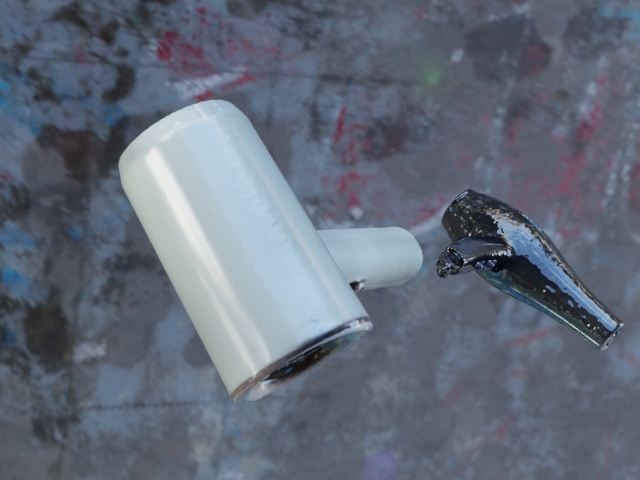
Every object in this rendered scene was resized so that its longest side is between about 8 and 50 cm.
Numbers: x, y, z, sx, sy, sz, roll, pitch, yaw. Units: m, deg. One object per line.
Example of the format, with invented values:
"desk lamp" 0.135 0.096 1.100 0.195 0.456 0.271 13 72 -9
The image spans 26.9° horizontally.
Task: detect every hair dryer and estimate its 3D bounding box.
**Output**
"hair dryer" 0.158 0.031 1.171 0.075 0.195 0.219 -56 158 20
"hair dryer" 0.000 0.000 0.699 0.073 0.131 0.236 -35 166 24
